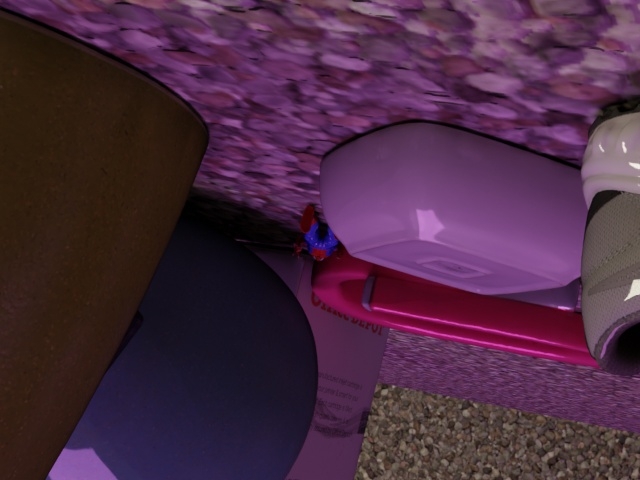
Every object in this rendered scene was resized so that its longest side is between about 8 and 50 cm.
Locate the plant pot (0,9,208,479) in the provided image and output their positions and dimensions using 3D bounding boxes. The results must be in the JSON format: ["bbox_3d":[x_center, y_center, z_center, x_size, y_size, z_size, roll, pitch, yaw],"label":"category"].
[{"bbox_3d":[-0.226,0.050,0.530,0.275,0.293,0.275,12,170,2],"label":"plant pot"}]

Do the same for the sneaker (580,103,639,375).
[{"bbox_3d":[0.201,0.008,0.317,0.100,0.108,0.272,22,165,-35],"label":"sneaker"}]

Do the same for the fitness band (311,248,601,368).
[{"bbox_3d":[0.132,0.060,0.828,0.291,0.054,0.209,11,170,16],"label":"fitness band"}]

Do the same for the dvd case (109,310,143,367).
[{"bbox_3d":[-0.253,0.110,0.648,0.180,0.253,0.022,27,163,29],"label":"dvd case"}]

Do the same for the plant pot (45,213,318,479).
[{"bbox_3d":[-0.169,0.083,0.767,0.290,0.290,0.195,8,154,24],"label":"plant pot"}]

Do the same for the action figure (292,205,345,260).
[{"bbox_3d":[0.000,0.000,0.738,0.038,0.030,0.115,7,172,1],"label":"action figure"}]

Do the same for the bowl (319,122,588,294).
[{"bbox_3d":[0.074,-0.009,0.527,0.142,0.053,0.142,18,168,-19],"label":"bowl"}]

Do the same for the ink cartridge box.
[{"bbox_3d":[-0.054,0.175,0.965,0.129,0.307,0.223,10,170,28],"label":"ink cartridge box"}]
